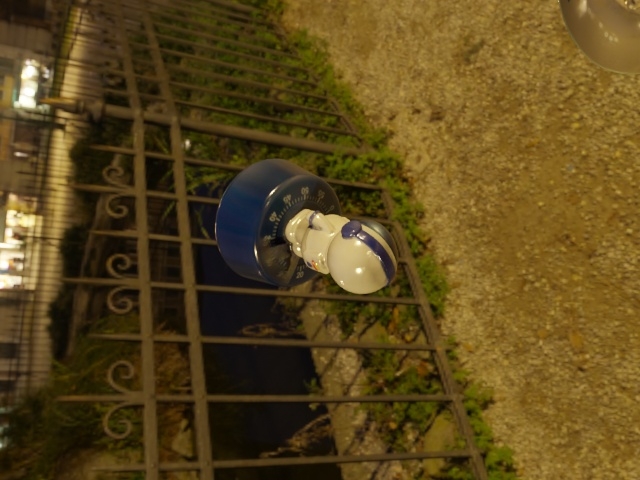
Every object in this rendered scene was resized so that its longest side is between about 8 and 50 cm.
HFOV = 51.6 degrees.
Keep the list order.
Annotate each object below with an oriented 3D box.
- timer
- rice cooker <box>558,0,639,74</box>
[{"bbox_3d":[0.000,0.000,1.323,0.383,0.270,0.271,22,105,44],"label":"timer"},{"bbox_3d":[0.296,-0.262,0.619,0.127,0.145,0.207,1,-102,-80],"label":"rice cooker"}]
